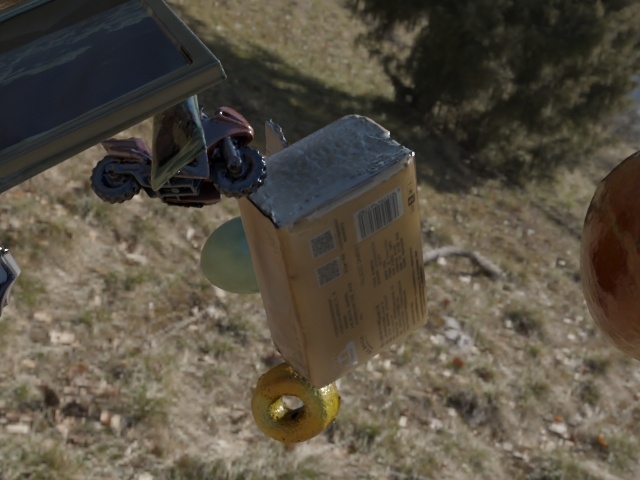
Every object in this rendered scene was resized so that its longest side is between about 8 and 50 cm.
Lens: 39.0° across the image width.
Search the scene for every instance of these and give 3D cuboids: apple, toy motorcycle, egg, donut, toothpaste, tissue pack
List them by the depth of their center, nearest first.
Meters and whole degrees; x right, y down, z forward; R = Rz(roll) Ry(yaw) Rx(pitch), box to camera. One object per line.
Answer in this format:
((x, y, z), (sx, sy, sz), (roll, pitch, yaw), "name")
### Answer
((-0.126, -0.120, 0.784), (0.037, 0.062, 0.216), (35, 25, -32), "toothpaste")
((0.428, 0.030, 1.016), (0.302, 0.301, 0.301), (10, 15, -3), "apple")
((-0.164, -0.099, 1.061), (0.213, 0.118, 0.084), (-2, -26, 11), "toy motorcycle")
((0.000, 0.000, 1.230), (0.239, 0.305, 0.238), (-6, 41, 5), "tissue pack")
((-0.131, 0.025, 1.688), (0.192, 0.149, 0.149), (-12, 12, 9), "egg")
((-0.057, 0.337, 1.860), (0.190, 0.174, 0.074), (-10, 13, 17), "donut")

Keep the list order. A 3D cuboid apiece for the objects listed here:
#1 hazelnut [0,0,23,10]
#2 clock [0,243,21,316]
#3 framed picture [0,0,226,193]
((-0.506, -0.537, 1.296), (0.421, 0.420, 0.353), (-3, -19, -43), "hazelnut")
((-0.484, 0.100, 1.115), (0.253, 0.083, 0.186), (-34, 9, -12), "clock")
((-0.192, -0.128, 0.657), (0.189, 0.023, 0.260), (-27, 39, -9), "framed picture")
